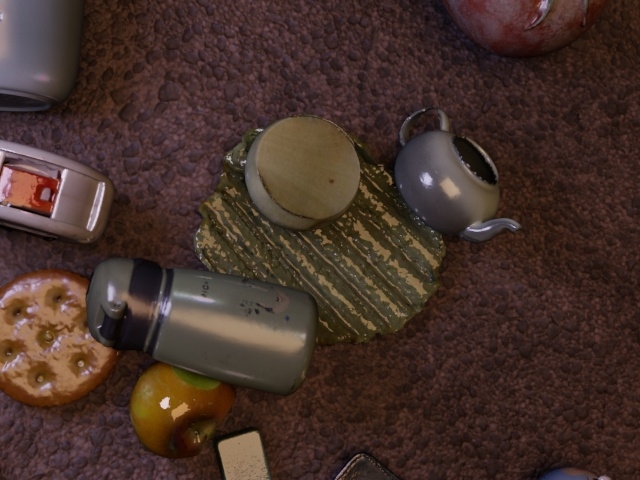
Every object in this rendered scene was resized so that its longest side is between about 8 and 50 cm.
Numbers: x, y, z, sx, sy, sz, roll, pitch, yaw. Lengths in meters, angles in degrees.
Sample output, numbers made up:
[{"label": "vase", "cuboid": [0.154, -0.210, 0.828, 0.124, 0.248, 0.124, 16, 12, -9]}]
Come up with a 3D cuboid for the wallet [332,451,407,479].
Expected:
[{"label": "wallet", "cuboid": [0.132, 0.505, 1.682, 0.318, 0.045, 0.172, 41, 82, -10]}]

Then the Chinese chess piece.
[{"label": "Chinese chess piece", "cuboid": [-0.029, -0.108, 1.598, 0.188, 0.083, 0.189, 5, 74, -16]}]

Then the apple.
[{"label": "apple", "cuboid": [-0.215, 0.264, 1.546, 0.163, 0.147, 0.146, 16, 109, -23]}]

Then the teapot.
[{"label": "teapot", "cuboid": [0.219, -0.102, 1.656, 0.193, 0.129, 0.294, 9, 48, -49]}]

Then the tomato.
[{"label": "tomato", "cuboid": [0.343, -0.468, 1.657, 0.316, 0.282, 0.317, 0, 91, -13]}]

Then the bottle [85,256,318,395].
[{"label": "bottle", "cuboid": [-0.184, 0.120, 1.504, 0.346, 0.168, 0.169, 15, 84, -10]}]

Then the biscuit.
[{"label": "biscuit", "cuboid": [-0.419, 0.150, 1.551, 0.220, 0.066, 0.221, 1, 87, -11]}]

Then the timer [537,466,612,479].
[{"label": "timer", "cuboid": [0.458, 0.454, 1.670, 0.175, 0.255, 0.175, 12, 65, -27]}]

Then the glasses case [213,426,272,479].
[{"label": "glasses case", "cuboid": [-0.118, 0.405, 1.627, 0.077, 0.039, 0.184, -14, 91, -15]}]

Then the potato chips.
[{"label": "potato chips", "cuboid": [0.000, 0.000, 1.661, 0.429, 0.070, 0.358, 44, 76, -9]}]

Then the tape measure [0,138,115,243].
[{"label": "tape measure", "cuboid": [-0.440, -0.070, 1.455, 0.265, 0.258, 0.130, 17, 82, -13]}]

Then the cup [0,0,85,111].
[{"label": "cup", "cuboid": [-0.525, -0.340, 1.474, 0.356, 0.259, 0.275, 1, 87, 17]}]
